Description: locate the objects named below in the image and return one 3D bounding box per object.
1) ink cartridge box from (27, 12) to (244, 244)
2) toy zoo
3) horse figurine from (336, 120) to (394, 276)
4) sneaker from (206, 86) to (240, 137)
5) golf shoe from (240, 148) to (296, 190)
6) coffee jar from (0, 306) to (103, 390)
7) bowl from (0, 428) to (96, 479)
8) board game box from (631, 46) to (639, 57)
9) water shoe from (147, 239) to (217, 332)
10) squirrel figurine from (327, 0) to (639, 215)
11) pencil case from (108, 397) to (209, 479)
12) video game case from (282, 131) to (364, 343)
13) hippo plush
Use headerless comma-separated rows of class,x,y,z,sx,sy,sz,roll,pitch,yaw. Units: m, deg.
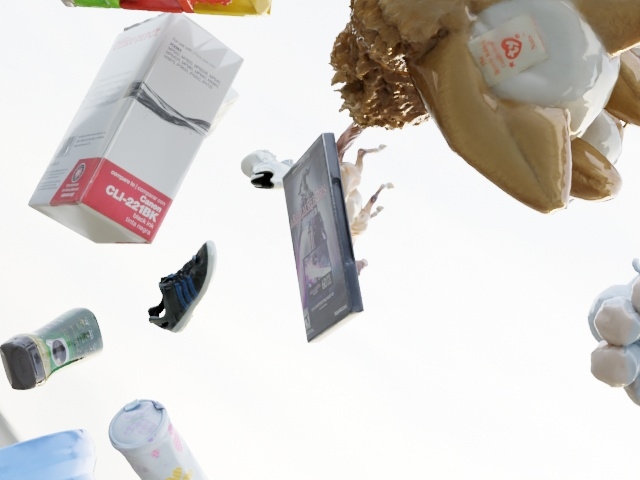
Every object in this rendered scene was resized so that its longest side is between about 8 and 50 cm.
ink cartridge box,-0.236,-0.139,1.551,0.114,0.273,0.197,31,-15,-27
toy zoo,-0.166,-0.295,1.331,0.293,0.030,0.192,5,-10,7
horse figurine,0.053,-0.080,1.940,0.066,0.174,0.263,15,-46,31
sneaker,-0.233,-0.219,1.861,0.148,0.131,0.350,39,9,-2
golf shoe,-0.116,-0.135,2.403,0.176,0.086,0.069,13,-63,48
coffee jar,-0.464,0.187,2.101,0.079,0.184,0.096,-5,-77,35
bowl,-0.416,0.313,1.297,0.077,0.391,0.391,66,-24,10
board game box,0.405,-0.306,1.690,0.390,0.050,0.390,41,-24,-29
water shoe,-0.253,0.083,2.222,0.203,0.080,0.073,-63,-156,23
squirrel figurine,0.211,-0.198,1.426,0.397,0.281,0.370,27,2,14
pencil case,-0.283,0.408,2.221,0.124,0.113,0.273,36,-22,50
video game case,0.000,0.000,1.839,0.196,0.026,0.274,138,-55,-63
hippo plush,0.563,0.113,2.079,0.234,0.294,0.236,56,7,-26
